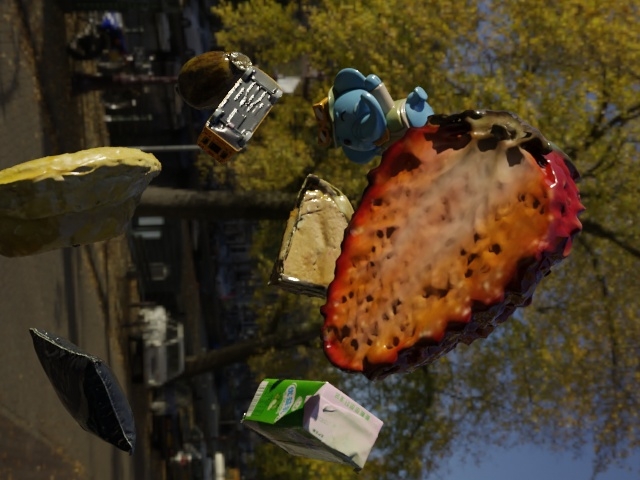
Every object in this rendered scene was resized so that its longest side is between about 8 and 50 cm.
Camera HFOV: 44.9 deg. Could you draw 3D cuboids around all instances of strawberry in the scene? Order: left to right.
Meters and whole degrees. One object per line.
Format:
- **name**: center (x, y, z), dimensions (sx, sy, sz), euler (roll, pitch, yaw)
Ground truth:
- **strawberry**: center (0.106, 0.017, 0.612), dimensions (0.236, 0.111, 0.190), euler (-54, -137, 7)

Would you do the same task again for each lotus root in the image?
- **lotus root**: center (-0.220, -0.319, 1.562), dimensions (0.210, 0.120, 0.120), euler (-12, -103, 42)

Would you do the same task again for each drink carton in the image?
- **drink carton**: center (-0.023, 0.359, 1.526), dimensions (0.271, 0.161, 0.108), euler (-13, -137, 58)

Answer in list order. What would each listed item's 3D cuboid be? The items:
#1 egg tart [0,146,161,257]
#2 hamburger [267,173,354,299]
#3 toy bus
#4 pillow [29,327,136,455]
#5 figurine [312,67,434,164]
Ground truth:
- **egg tart**: center (-0.385, -0.048, 1.140), dimensions (0.319, 0.319, 0.128), euler (-170, -111, -85)
- **hamburger**: center (0.000, 0.000, 1.358), dimensions (0.135, 0.156, 0.207), euler (144, -45, -72)
- **toy bus**: center (-0.126, -0.199, 1.219), dimensions (0.074, 0.070, 0.162), euler (-39, -163, 52)
- **pillow**: center (-0.295, 0.184, 0.968), dimensions (0.208, 0.055, 0.141), euler (11, -53, 52)
- **figurine**: center (0.109, -0.253, 1.546), dimensions (0.180, 0.262, 0.153), euler (44, 50, -40)
